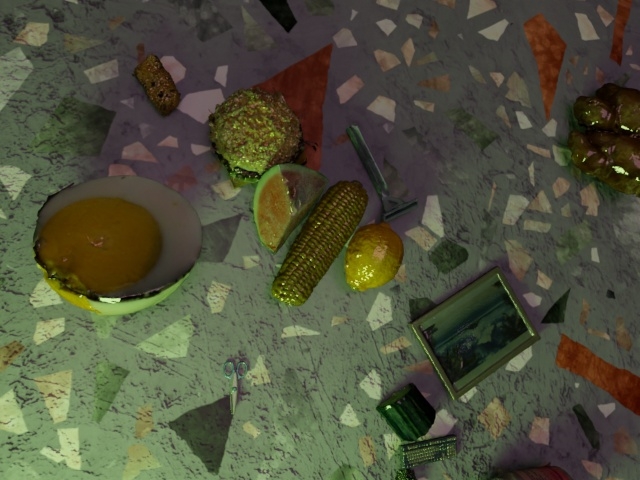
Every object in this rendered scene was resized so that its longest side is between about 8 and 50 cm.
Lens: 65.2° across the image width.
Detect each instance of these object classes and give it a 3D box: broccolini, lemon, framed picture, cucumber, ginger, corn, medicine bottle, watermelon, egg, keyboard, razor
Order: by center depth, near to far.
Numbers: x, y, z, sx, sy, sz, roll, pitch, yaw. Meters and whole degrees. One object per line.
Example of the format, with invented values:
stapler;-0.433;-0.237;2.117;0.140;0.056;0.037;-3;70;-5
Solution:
egg;-0.417;0.030;1.066;0.337;0.201;0.337;6;56;-9
watermelon;-0.070;-0.091;1.210;0.146;0.231;0.128;-23;64;-41
broccolini;0.234;0.638;1.213;0.052;0.054;0.194;-16;86;-35
corn;0.000;0.000;1.220;0.120;0.120;0.363;35;72;-6
medicine bottle;0.500;0.639;1.227;0.247;0.147;0.147;-1;81;-14
keyboard;0.269;0.519;1.233;0.176;0.014;0.055;3;83;-29
lemon;0.129;0.043;1.235;0.142;0.142;0.187;30;86;-8
cucumber;0.219;0.422;1.236;0.116;0.062;0.115;-38;95;-16
razor;0.145;-0.184;1.331;0.111;0.056;0.278;-25;80;-16
framed picture;0.416;0.242;1.335;0.315;0.024;0.232;-30;87;-18
ginger;0.877;-0.314;1.492;0.274;0.152;0.358;17;75;9

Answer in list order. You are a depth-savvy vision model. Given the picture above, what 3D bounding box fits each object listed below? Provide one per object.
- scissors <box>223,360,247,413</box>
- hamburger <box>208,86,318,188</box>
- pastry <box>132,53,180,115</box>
scissors;-0.200;0.342;1.165;0.058;0.014;0.119;3;76;-13
hamburger;-0.145;-0.260;1.218;0.261;0.138;0.243;-23;87;-16
pastry;-0.394;-0.379;1.218;0.080;0.056;0.140;-37;93;-6
